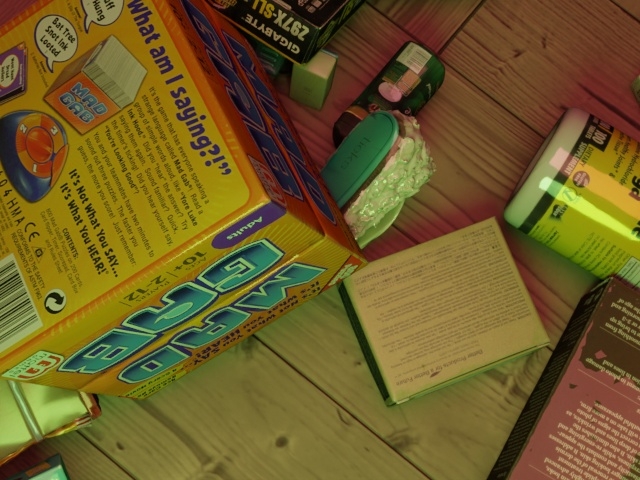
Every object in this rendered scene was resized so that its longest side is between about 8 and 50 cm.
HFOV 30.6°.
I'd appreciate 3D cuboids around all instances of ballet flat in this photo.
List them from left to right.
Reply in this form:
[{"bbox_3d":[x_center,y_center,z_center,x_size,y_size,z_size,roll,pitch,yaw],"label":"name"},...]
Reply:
[{"bbox_3d":[0.000,0.000,1.578,0.409,0.147,0.147,-42,82,6],"label":"ballet flat"}]

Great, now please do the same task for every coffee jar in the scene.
[{"bbox_3d":[0.095,-0.191,1.667,0.079,0.096,0.184,39,76,9],"label":"coffee jar"}]

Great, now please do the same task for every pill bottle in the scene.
[{"bbox_3d":[0.437,-0.025,1.604,0.334,0.188,0.188,31,75,3],"label":"pill bottle"}]

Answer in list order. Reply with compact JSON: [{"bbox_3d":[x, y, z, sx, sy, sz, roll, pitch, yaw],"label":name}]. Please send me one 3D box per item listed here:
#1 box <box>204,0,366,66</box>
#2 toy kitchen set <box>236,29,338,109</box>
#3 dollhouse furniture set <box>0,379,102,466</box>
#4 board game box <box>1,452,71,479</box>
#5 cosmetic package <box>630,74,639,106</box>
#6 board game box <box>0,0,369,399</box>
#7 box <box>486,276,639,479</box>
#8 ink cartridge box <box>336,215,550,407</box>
[{"bbox_3d":[-0.048,-0.409,1.650,0.257,0.079,0.322,32,46,5],"label":"box"},{"bbox_3d":[-0.057,-0.316,1.673,0.207,0.122,0.166,24,75,1],"label":"toy kitchen set"},{"bbox_3d":[-0.339,0.324,1.490,0.201,0.152,0.374,-26,96,-11],"label":"dollhouse furniture set"},{"bbox_3d":[-0.355,0.460,1.367,0.253,0.079,0.336,-24,97,-12],"label":"board game box"},{"bbox_3d":[0.530,-0.231,1.742,0.115,0.041,0.060,-21,78,-10],"label":"cosmetic package"},{"bbox_3d":[-0.217,-0.060,1.395,0.356,0.356,0.357,-32,70,11],"label":"board game box"},{"bbox_3d":[0.366,0.264,1.550,0.191,0.143,0.381,31,73,3],"label":"box"},{"bbox_3d":[0.165,0.099,1.600,0.234,0.088,0.193,-19,79,-10],"label":"ink cartridge box"}]
